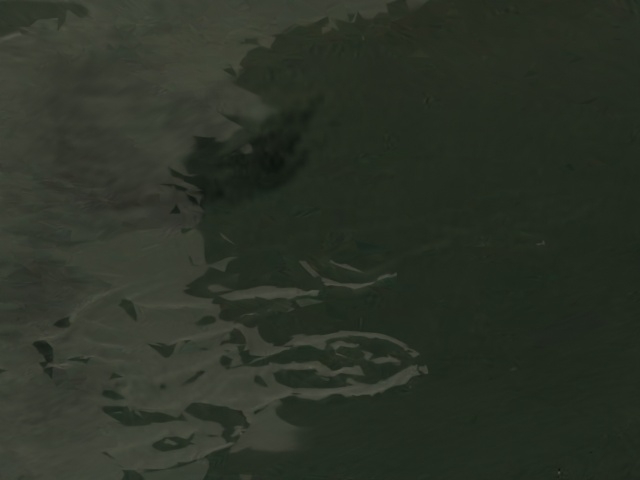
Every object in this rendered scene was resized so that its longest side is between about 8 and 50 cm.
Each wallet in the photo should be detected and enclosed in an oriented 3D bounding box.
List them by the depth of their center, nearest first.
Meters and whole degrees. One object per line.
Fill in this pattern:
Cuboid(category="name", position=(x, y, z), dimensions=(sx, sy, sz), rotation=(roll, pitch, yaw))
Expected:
Cuboid(category="wallet", position=(0.000, -0.001, 0.460), dimensions=(0.251, 0.054, 0.290), rotation=(-4, -36, 9))
